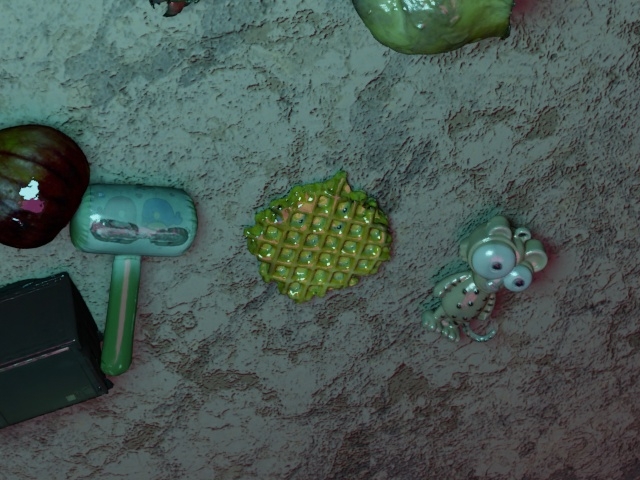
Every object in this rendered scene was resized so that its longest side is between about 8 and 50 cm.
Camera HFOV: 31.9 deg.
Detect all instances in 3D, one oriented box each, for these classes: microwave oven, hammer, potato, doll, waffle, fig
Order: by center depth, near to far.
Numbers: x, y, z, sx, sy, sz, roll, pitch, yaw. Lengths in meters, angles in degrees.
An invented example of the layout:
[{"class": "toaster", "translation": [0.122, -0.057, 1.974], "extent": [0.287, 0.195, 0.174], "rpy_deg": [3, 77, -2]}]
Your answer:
[{"class": "potato", "translation": [0.160, -0.414, 1.587], "extent": [0.237, 0.289, 0.301], "rpy_deg": [4, 164, 4]}, {"class": "fig", "translation": [-0.489, -0.096, 1.713], "extent": [0.249, 0.186, 0.204], "rpy_deg": [23, 137, -20]}, {"class": "hammer", "translation": [-0.324, 0.070, 1.866], "extent": [0.206, 0.119, 0.336], "rpy_deg": [4, 108, -19]}, {"class": "microwave oven", "translation": [-0.507, 0.191, 1.925], "extent": [0.247, 0.188, 0.178], "rpy_deg": [-19, 134, -3]}, {"class": "waffle", "translation": [0.000, 0.001, 1.980], "extent": [0.254, 0.052, 0.245], "rpy_deg": [-26, 127, 8]}, {"class": "doll", "translation": [0.299, 0.079, 2.067], "extent": [0.154, 0.119, 0.278], "rpy_deg": [20, 123, -12]}]

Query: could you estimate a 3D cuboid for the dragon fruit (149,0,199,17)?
[{"class": "dragon fruit", "translation": [-0.206, -0.394, 1.572], "extent": [0.130, 0.121, 0.142], "rpy_deg": [-9, 91, -34]}]
